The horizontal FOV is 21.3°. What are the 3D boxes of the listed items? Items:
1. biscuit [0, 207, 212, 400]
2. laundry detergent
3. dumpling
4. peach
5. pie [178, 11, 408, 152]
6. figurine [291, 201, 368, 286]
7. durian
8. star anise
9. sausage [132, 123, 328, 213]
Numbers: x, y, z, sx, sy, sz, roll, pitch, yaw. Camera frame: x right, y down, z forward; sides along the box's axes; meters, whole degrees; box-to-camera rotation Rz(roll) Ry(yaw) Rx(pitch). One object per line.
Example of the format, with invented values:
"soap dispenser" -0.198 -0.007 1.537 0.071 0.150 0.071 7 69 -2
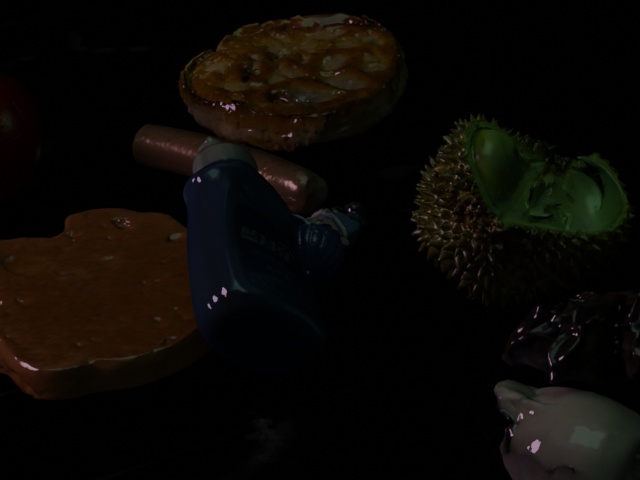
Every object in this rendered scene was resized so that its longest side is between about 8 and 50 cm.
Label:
"biscuit" -0.246 0.062 1.846 0.351 0.057 0.312 22 38 39
"laundry detergent" -0.077 0.002 1.776 0.143 0.094 0.290 25 34 -33
"dumpling" 0.235 0.181 1.513 0.176 0.092 0.150 15 20 43
"peach" -0.431 -0.129 2.109 0.197 0.197 0.197 -4 28 2
"pie" -0.031 -0.210 2.300 0.315 0.092 0.315 -5 33 3
"figurine" 0.000 0.000 1.913 0.086 0.087 0.149 -11 8 27
"durian" 0.205 -0.028 1.792 0.236 0.176 0.200 5 64 -27
"star anise" 0.297 0.089 1.574 0.223 0.109 0.236 11 5 -19
"sausage" -0.113 -0.092 2.111 0.301 0.066 0.066 19 36 36
